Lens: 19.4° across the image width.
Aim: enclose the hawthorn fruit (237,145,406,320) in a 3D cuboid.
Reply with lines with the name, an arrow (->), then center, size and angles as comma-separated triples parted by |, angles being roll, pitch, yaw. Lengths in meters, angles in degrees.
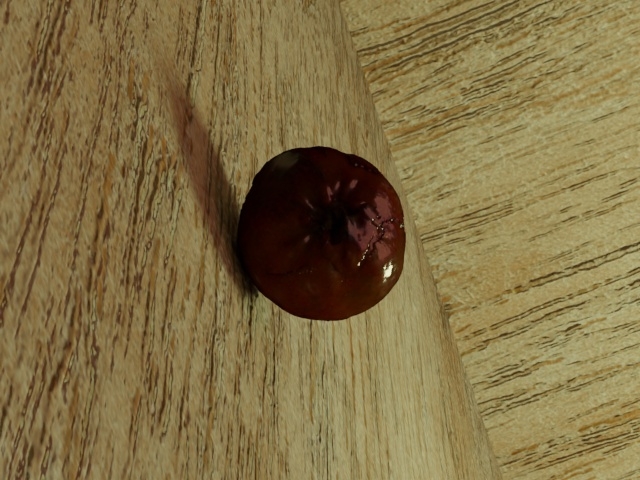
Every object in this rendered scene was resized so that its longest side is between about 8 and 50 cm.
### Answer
hawthorn fruit -> 0.000, 0.000, 1.579 | 0.172, 0.148, 0.148 | 112, -37, -76
